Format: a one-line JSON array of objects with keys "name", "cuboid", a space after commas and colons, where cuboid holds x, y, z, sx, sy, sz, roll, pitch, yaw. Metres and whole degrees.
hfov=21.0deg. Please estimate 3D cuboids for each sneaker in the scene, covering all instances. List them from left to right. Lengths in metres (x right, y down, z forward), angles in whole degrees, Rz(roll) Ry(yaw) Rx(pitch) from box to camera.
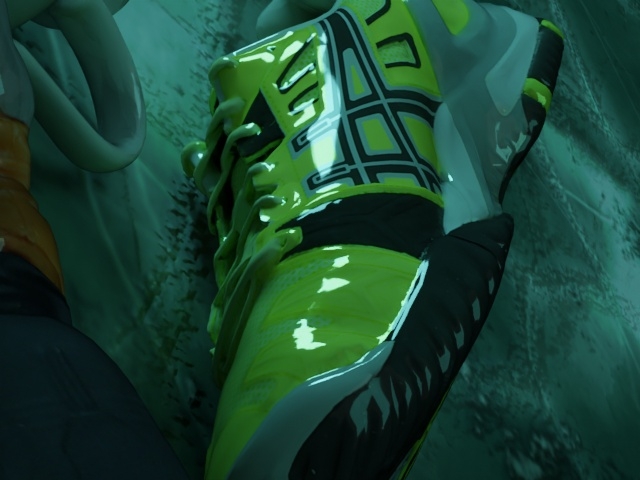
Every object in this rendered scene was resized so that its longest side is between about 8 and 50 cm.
[{"name": "sneaker", "cuboid": [0.000, 0.000, 0.742, 0.147, 0.145, 0.385, 24, 33, -1]}]

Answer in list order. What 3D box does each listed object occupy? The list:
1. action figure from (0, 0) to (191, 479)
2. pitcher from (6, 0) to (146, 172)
[{"name": "action figure", "cuboid": [-0.122, 0.049, 0.354, 0.341, 0.178, 0.330, -1, 52, -53]}, {"name": "pitcher", "cuboid": [-0.122, -0.107, 0.626, 0.207, 0.125, 0.178, -22, 93, -76]}]
